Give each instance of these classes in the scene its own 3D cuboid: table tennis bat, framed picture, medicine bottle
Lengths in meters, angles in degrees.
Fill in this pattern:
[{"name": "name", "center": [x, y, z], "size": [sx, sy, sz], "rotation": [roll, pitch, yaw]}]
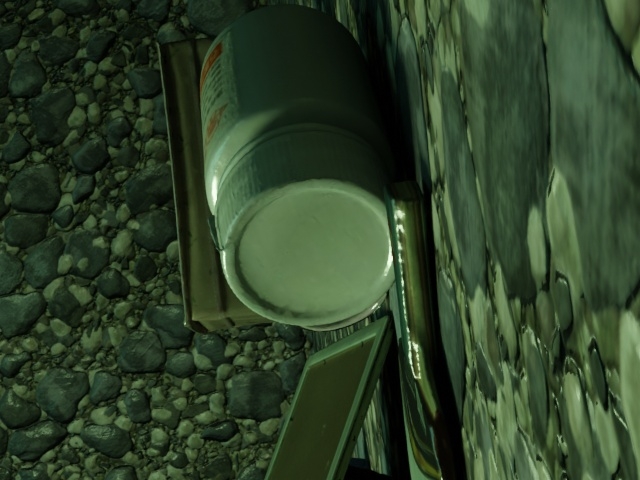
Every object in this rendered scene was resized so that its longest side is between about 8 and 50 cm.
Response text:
[{"name": "table tennis bat", "center": [0.070, 0.109, 0.787], "size": [0.173, 0.022, 0.301], "rotation": [-106, 7, -69]}, {"name": "framed picture", "center": [-0.018, 0.221, 1.080], "size": [0.296, 0.019, 0.232], "rotation": [-70, 12, -19]}, {"name": "medicine bottle", "center": [-0.017, -0.063, 0.893], "size": [0.252, 0.144, 0.145], "rotation": [-103, 7, -56]}]

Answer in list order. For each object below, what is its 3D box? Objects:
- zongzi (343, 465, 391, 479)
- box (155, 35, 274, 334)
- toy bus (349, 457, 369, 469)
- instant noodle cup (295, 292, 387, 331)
[{"name": "zongzi", "center": [-0.008, 0.381, 1.123], "size": [0.286, 0.134, 0.288], "rotation": [-109, 38, -76]}, {"name": "box", "center": [-0.061, -0.056, 1.314], "size": [0.225, 0.190, 0.297], "rotation": [104, 160, -83]}, {"name": "toy bus", "center": [0.036, 0.372, 1.461], "size": [0.236, 0.079, 0.094], "rotation": [-101, 7, -51]}, {"name": "instant noodle cup", "center": [-0.002, 0.001, 1.064], "size": [0.127, 0.127, 0.136], "rotation": [88, 165, -58]}]
